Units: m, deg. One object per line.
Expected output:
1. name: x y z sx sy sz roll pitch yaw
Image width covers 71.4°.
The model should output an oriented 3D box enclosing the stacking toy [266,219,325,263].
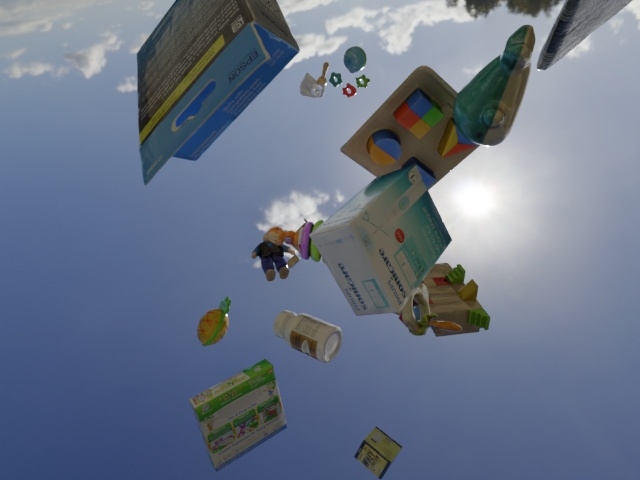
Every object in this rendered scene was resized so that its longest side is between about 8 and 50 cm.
1. stacking toy: 0.000 0.000 1.204 0.302 0.175 0.165 7 -136 7

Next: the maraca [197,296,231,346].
1. maraca: -0.365 0.282 1.552 0.185 0.099 0.127 -60 -152 -3

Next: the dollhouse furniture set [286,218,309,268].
1. dollhouse furniture set: -0.096 0.007 1.700 0.182 0.161 0.101 -45 -97 1

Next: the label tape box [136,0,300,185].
1. label tape box: -0.163 -0.257 0.678 0.249 0.115 0.347 -38 -129 24

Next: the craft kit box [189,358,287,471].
1. craft kit box: -0.235 0.515 1.320 0.250 0.246 0.061 -22 -152 -29

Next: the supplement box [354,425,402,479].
1. supplement box: 0.145 0.528 1.112 0.083 0.056 0.083 32 -158 25

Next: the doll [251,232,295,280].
1. doll: -0.136 0.041 1.295 0.129 0.046 0.189 -8 -143 -13

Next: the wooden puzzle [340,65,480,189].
1. wooden puzzle: 0.283 -0.277 1.291 0.348 0.322 0.080 -40 -147 33

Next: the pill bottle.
1. pill bottle: -0.049 0.330 1.568 0.229 0.131 0.131 16 -139 34

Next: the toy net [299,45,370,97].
1. toy net: 0.041 -0.468 1.310 0.232 0.122 0.045 -13 -161 40

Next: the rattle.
1. rattle: 0.291 0.145 1.172 0.143 0.130 0.199 -34 -155 47

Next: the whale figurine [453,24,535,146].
1. whale figurine: 0.386 -0.342 1.001 0.141 0.272 0.216 19 -118 13

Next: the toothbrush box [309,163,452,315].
1. toothbrush box: 0.146 -0.006 0.995 0.126 0.216 0.295 -15 -161 47

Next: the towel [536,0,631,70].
1. towel: 0.622 -0.545 0.943 0.324 0.312 0.056 -38 -104 8

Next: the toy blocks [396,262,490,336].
1. toy blocks: 0.357 0.196 1.506 0.261 0.190 0.381 -5 -153 -6
